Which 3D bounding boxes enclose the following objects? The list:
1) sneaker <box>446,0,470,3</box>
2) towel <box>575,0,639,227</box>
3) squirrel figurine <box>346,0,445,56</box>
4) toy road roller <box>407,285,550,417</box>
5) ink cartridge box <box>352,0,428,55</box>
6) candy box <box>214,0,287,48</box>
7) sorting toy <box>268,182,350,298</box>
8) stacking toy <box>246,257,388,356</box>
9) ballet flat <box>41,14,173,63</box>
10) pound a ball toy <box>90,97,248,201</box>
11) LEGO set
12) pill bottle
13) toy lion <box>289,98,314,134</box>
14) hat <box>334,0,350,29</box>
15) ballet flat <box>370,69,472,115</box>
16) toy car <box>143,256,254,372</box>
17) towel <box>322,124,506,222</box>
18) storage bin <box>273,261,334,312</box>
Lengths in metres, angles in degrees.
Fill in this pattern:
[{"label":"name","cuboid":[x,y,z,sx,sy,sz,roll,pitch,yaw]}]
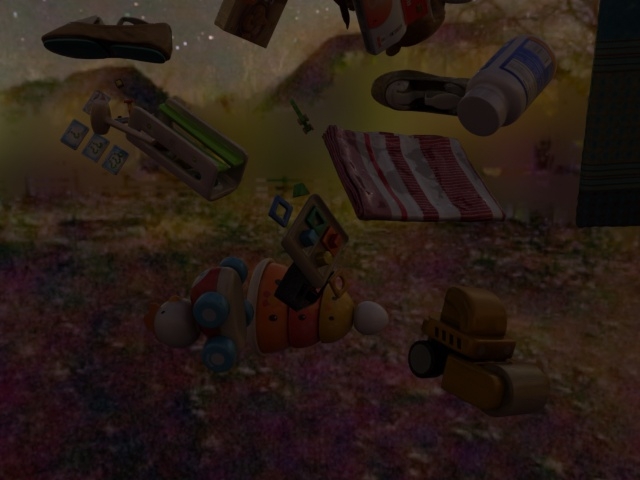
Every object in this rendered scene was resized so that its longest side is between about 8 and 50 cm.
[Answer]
[{"label":"sneaker","cuboid":[0.388,-0.871,1.949,0.290,0.106,0.123,17,-24,-6]},{"label":"towel","cuboid":[0.466,-0.197,0.738,0.271,0.371,0.040,-1,20,0]},{"label":"squirrel figurine","cuboid":[0.136,-0.666,1.535,0.396,0.371,0.281,-9,-17,-29]},{"label":"toy road roller","cuboid":[0.382,0.248,1.419,0.202,0.241,0.329,6,10,-35]},{"label":"ink cartridge box","cuboid":[0.158,-0.496,1.251,0.179,0.145,0.045,-33,43,-11]},{"label":"candy box","cuboid":[-0.203,-0.826,1.981,0.182,0.317,0.087,9,27,-43]},{"label":"sorting toy","cuboid":[0.000,0.000,1.575,0.047,0.348,0.196,-10,37,42]},{"label":"stacking toy","cuboid":[-0.002,0.245,2.089,0.479,0.351,0.350,2,10,10]},{"label":"ballet flat","cuboid":[-0.370,-0.358,1.051,0.232,0.073,0.080,7,-12,3]},{"label":"pound a ball toy","cuboid":[-0.362,-0.211,1.403,0.319,0.136,0.208,35,36,15]},{"label":"LEGO set","cuboid":[-0.598,-0.337,1.701,0.182,0.244,0.060,33,-6,-11]},{"label":"pill bottle","cuboid":[0.450,-0.374,1.457,0.152,0.152,0.272,9,47,48]},{"label":"toy lion","cuboid":[-0.064,-0.385,1.826,0.034,0.096,0.100,-32,-21,3]},{"label":"hat","cuboid":[0.052,-0.493,1.043,0.183,0.173,0.208,23,10,-26]},{"label":"ballet flat","cuboid":[0.287,-0.407,1.668,0.348,0.123,0.123,11,14,25]},{"label":"toy car","cuboid":[-0.292,0.163,1.336,0.237,0.211,0.219,-3,22,7]},{"label":"towel","cuboid":[0.183,-0.128,1.158,0.328,0.037,0.237,0,49,-26]},{"label":"storage bin","cuboid":[-0.045,0.123,1.719,0.084,0.122,0.180,33,14,13]}]
